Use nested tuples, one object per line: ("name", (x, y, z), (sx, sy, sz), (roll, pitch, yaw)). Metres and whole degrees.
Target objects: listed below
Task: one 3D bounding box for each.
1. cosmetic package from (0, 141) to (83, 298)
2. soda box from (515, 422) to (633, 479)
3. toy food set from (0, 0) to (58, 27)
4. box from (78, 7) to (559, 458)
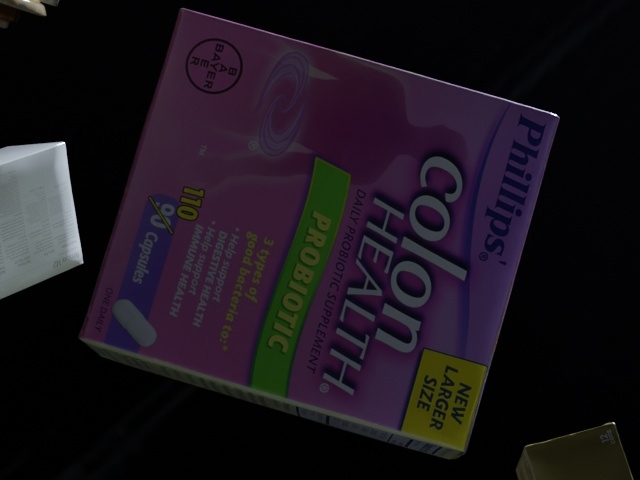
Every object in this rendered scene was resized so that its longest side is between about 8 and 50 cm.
("cosmetic package", (-0.265, -0.001, 1.442), (0.239, 0.060, 0.099), (-27, -70, -61))
("soda box", (0.169, 0.203, 1.167), (0.058, 0.181, 0.061), (-15, -19, -6))
("toy food set", (-0.209, -0.132, 1.048), (0.192, 0.132, 0.039), (-41, -30, -85))
("box", (0.000, 0.000, 1.241), (0.117, 0.243, 0.214), (93, -167, -82))
